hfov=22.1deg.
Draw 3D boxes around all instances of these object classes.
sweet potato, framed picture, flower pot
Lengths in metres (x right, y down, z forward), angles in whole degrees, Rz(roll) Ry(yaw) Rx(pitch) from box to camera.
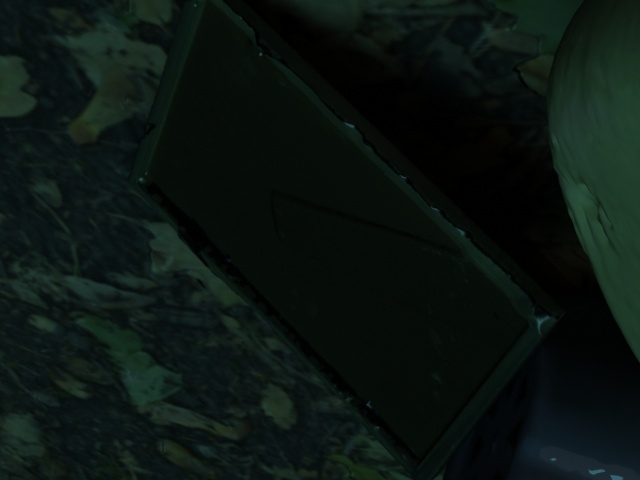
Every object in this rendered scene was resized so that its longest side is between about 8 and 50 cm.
[{"bbox_3d":[0.120,0.032,1.010,0.206,0.060,0.068,30,171,-25],"label":"sweet potato"},{"bbox_3d":[0.000,0.000,0.954,0.281,0.019,0.209,46,144,12],"label":"framed picture"},{"bbox_3d":[0.204,0.154,0.947,0.243,0.265,0.265,20,143,-3],"label":"flower pot"}]

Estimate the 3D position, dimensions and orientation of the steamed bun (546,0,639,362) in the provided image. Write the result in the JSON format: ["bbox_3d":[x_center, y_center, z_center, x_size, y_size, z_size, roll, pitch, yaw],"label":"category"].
[{"bbox_3d":[0.263,-0.022,0.699,0.334,0.233,0.312,36,157,56],"label":"steamed bun"}]
